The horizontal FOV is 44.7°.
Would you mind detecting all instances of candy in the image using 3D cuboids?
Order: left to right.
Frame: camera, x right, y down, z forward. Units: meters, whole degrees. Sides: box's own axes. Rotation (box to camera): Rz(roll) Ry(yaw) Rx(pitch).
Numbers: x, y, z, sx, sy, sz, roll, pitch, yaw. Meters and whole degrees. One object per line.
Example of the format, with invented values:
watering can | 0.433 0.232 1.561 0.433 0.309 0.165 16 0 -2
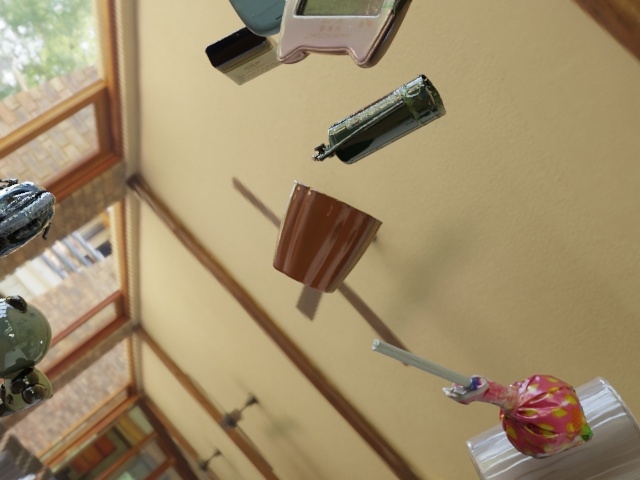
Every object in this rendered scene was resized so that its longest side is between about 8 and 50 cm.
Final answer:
candy | 0.223 0.208 1.087 0.366 0.124 0.124 24 -14 -24

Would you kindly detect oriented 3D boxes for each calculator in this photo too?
calculator | -0.115 -0.562 1.705 0.302 0.188 0.042 57 12 0
calculator | 0.058 -0.390 1.075 0.220 0.329 0.048 15 -4 42

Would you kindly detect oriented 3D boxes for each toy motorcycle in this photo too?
toy motorcycle | -0.376 -0.001 0.853 0.092 0.255 0.135 58 19 -17

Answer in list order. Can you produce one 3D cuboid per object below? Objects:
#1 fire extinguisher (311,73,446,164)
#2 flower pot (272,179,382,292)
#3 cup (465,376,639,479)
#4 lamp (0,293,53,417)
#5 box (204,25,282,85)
fire extinguisher | 0.092 -0.216 1.514 0.295 0.118 0.093 -26 -78 23
flower pot | 0.000 0.000 1.480 0.191 0.173 0.190 26 0 0
cup | 0.411 0.379 1.347 0.208 0.273 0.288 64 2 5
lamp | -0.667 0.245 1.678 0.243 0.198 0.198 69 -22 10
box | -0.202 -0.512 2.148 0.071 0.168 0.259 66 8 4
